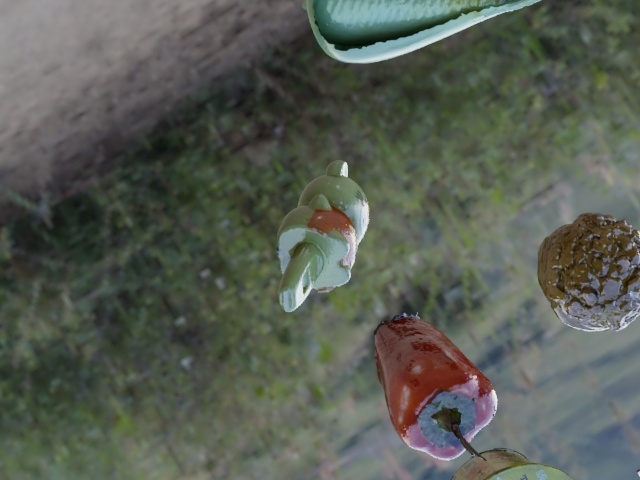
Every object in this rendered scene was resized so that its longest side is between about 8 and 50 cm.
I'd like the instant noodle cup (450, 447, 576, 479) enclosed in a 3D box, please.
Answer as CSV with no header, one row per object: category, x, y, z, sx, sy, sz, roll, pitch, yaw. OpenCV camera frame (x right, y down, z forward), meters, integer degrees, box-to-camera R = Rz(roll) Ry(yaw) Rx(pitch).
instant noodle cup,0.241,0.351,1.946,0.182,0.182,0.144,-31,-168,-5

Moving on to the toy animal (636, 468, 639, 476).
toy animal,0.483,0.345,1.816,0.208,0.154,0.325,8,163,-16

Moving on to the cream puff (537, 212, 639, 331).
cream puff,0.310,0.034,1.693,0.103,0.144,0.126,-11,-128,59

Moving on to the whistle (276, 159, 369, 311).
whistle,0.000,0.000,2.120,0.288,0.106,0.131,-64,157,-52

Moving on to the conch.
conch,0.091,-0.263,1.509,0.251,0.143,0.137,-17,-171,39

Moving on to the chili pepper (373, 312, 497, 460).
chili pepper,0.094,0.126,1.204,0.086,0.084,0.192,9,-162,-19
